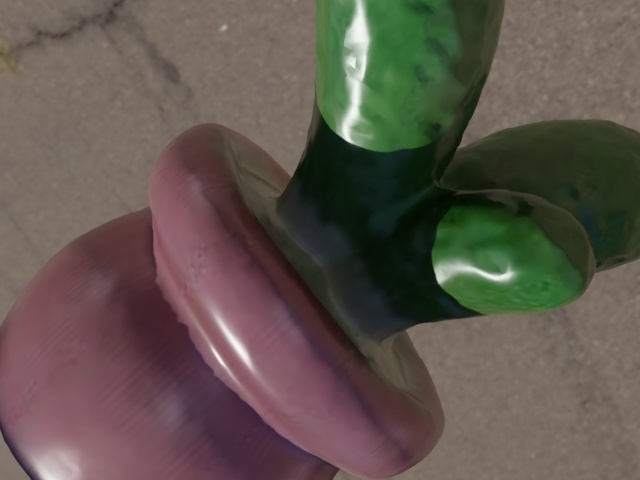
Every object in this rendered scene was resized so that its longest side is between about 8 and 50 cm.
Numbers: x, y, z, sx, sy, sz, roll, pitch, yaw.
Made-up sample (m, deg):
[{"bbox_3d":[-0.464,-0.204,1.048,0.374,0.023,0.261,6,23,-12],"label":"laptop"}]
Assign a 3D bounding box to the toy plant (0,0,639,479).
[{"bbox_3d":[-0.005,0.001,0.621,0.317,0.356,0.210,44,-163,-36],"label":"toy plant"}]
